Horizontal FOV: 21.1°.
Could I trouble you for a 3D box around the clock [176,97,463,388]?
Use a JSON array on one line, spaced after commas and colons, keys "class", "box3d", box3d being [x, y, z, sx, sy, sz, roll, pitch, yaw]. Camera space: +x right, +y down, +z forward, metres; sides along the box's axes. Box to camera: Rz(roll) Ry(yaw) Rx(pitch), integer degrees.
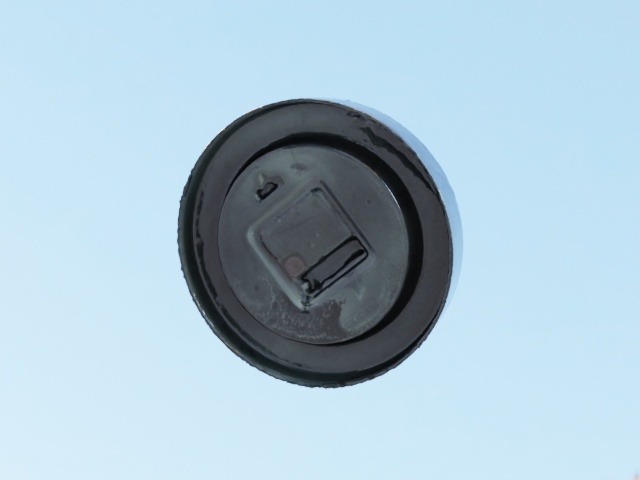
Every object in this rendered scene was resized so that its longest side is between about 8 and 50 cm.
[{"class": "clock", "box3d": [0.000, 0.000, 1.255, 0.215, 0.042, 0.214, 5, -77, 20]}]
